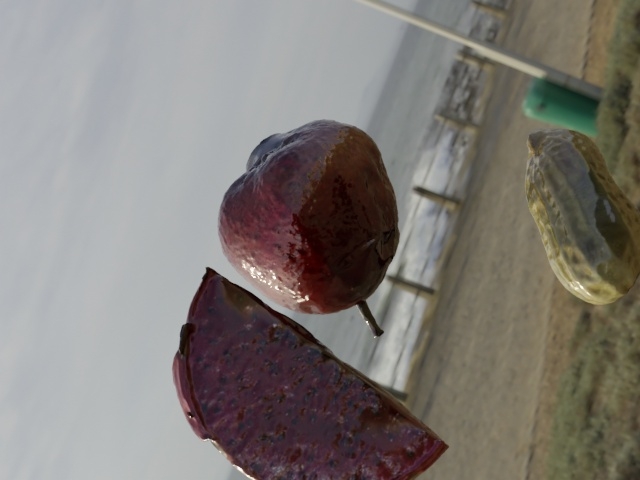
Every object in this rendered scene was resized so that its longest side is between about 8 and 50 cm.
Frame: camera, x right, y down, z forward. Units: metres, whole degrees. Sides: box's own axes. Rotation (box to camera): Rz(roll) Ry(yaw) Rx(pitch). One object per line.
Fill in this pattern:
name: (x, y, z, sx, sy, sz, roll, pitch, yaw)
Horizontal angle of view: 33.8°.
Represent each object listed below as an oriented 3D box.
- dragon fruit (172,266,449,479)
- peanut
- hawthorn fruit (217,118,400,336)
dragon fruit: (-0.017, 0.159, 0.982, 0.134, 0.262, 0.211, -55, -15, 2)
peanut: (0.243, -0.030, 0.970, 0.083, 0.093, 0.194, 84, 177, -56)
hawthorn fruit: (0.000, 0.000, 1.235, 0.230, 0.210, 0.266, -102, -12, -75)
